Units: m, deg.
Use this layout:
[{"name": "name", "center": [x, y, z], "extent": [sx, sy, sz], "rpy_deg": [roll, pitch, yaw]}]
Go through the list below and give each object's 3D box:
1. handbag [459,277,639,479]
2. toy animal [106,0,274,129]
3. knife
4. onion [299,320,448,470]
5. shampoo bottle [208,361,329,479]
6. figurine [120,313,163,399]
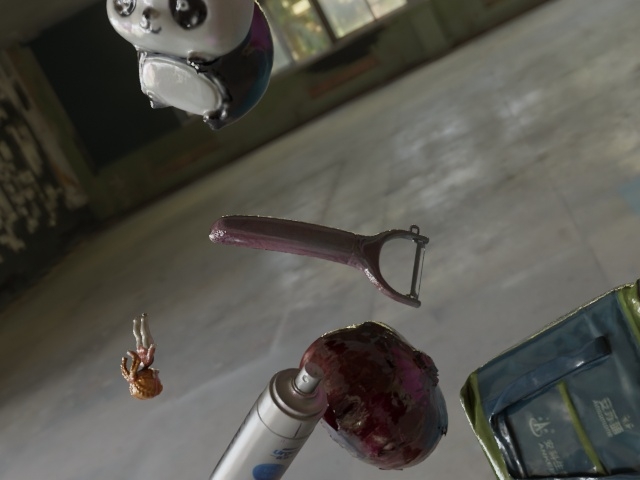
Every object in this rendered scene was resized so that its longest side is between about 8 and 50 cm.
[{"name": "handbag", "center": [0.318, 0.198, 1.260], "extent": [0.241, 0.263, 0.222], "rpy_deg": [-38, -26, 28]}, {"name": "toy animal", "center": [-0.206, -0.359, 1.866], "extent": [0.251, 0.310, 0.251], "rpy_deg": [-3, 49, 4]}, {"name": "knife", "center": [0.000, -0.001, 1.477], "extent": [0.053, 0.278, 0.123], "rpy_deg": [105, 177, -49]}, {"name": "onion", "center": [0.087, 0.228, 1.742], "extent": [0.190, 0.246, 0.246], "rpy_deg": [-40, 9, 13]}, {"name": "shampoo bottle", "center": [-0.066, 0.272, 1.637], "extent": [0.092, 0.092, 0.303], "rpy_deg": [-41, -13, -50]}, {"name": "figurine", "center": [-0.229, 0.149, 1.499], "extent": [0.047, 0.109, 0.064], "rpy_deg": [3, -14, -40]}]
